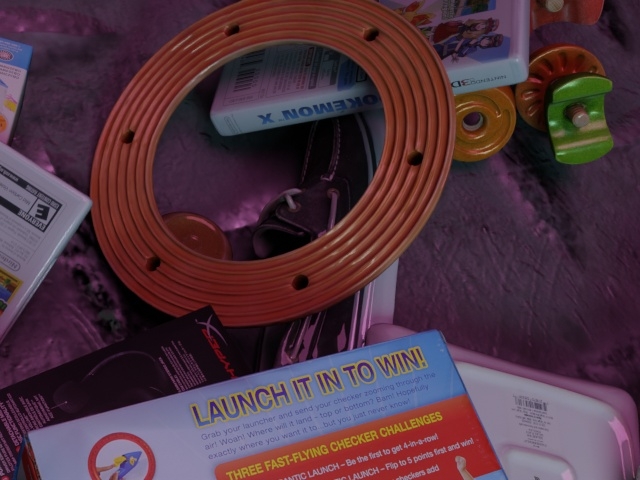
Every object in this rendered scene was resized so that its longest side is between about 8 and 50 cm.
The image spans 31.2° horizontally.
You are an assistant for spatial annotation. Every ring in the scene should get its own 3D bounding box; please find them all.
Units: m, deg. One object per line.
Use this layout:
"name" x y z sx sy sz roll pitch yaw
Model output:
"ring" -0.045 -0.076 0.998 0.337 0.032 0.336 -9 61 17

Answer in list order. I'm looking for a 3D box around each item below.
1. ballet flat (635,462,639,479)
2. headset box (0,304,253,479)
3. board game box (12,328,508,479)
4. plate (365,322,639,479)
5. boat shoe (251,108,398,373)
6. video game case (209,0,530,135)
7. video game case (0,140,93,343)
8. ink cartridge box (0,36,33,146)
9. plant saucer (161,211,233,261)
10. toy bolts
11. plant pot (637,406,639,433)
"ballet flat" 0.325 0.181 0.933 0.123 0.123 0.348 41 57 5
"headset box" -0.161 0.204 0.823 0.293 0.110 0.218 -22 70 -33
"board game box" -0.005 0.236 0.735 0.308 0.086 0.301 -11 63 -26
"plate" 0.164 0.210 0.914 0.277 0.045 0.278 17 54 -20
"boat shoe" 0.000 0.000 1.020 0.119 0.121 0.335 14 56 -20
"video game case" 0.059 -0.249 1.135 0.300 0.036 0.329 -8 46 20
"video game case" -0.325 -0.006 0.877 0.227 0.026 0.206 33 85 -1
"ink cartridge box" -0.307 -0.097 0.969 0.092 0.090 0.143 14 54 -15
"plant saucer" -0.117 0.005 1.033 0.083 0.015 0.083 11 55 -17
"toy bolts" 0.200 -0.209 1.216 0.218 0.228 0.158 -9 33 -4
"plant pot" 0.339 0.200 1.054 0.109 0.109 0.096 1 69 -23
